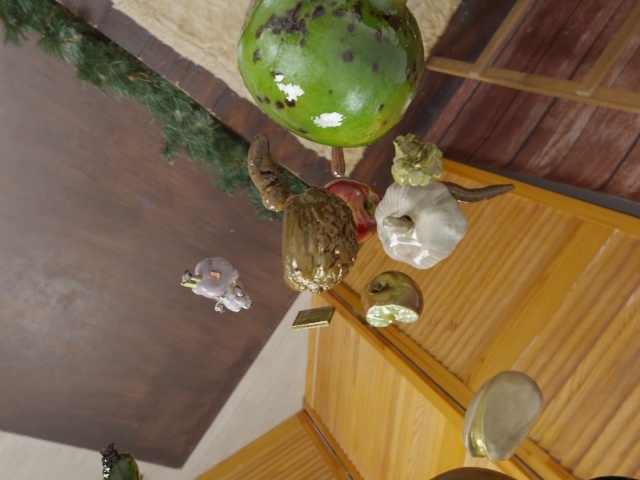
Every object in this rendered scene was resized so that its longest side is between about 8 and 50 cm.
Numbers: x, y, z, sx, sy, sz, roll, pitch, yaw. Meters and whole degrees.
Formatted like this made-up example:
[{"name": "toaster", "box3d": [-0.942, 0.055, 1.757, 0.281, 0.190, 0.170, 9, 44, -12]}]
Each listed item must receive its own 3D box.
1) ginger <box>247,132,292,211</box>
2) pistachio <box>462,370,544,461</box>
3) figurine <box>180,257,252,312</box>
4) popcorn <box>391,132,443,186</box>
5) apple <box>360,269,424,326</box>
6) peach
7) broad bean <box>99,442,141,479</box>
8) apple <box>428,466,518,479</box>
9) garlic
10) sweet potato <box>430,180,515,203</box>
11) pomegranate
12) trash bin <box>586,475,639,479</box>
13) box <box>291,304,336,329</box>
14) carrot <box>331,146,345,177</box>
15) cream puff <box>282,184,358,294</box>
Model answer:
[{"name": "ginger", "box3d": [-0.170, -0.205, 1.598, 0.107, 0.309, 0.133, -24, 142, -1]}, {"name": "pistachio", "box3d": [0.342, 0.330, 0.953, 0.201, 0.117, 0.145, -29, 101, -29]}, {"name": "figurine", "box3d": [-0.265, 0.117, 1.314, 0.138, 0.111, 0.229, -17, 135, 24]}, {"name": "popcorn", "box3d": [0.179, -0.149, 0.916, 0.097, 0.109, 0.089, 1, 115, -4]}, {"name": "apple", "box3d": [0.220, 0.183, 1.510, 0.173, 0.195, 0.160, 56, 37, -28]}, {"name": "peach", "box3d": [0.091, -0.094, 1.642, 0.243, 0.244, 0.199, 52, 52, -34]}, {"name": "broad bean", "box3d": [-0.240, 0.284, 0.496, 0.061, 0.046, 0.195, 33, 96, -31]}, {"name": "apple", "box3d": [0.355, 0.680, 1.037, 0.401, 0.400, 0.333, -2, 134, -29]}, {"name": "garlic", "box3d": [0.184, -0.027, 1.004, 0.226, 0.199, 0.199, -16, 122, -59]}, {"name": "sweet potato", "box3d": [0.318, -0.107, 1.087, 0.214, 0.050, 0.050, 3, 113, 9]}, {"name": "pomegranate", "box3d": [0.028, -0.214, 0.520, 0.211, 0.210, 0.263, 12, 143, -32]}, {"name": "trash bin", "box3d": [0.375, 0.395, 0.576, 0.214, 0.214, 0.334, -48, 151, -4]}, {"name": "box", "box3d": [-0.025, 0.279, 1.783, 0.022, 0.156, 0.089, 61, 32, -24]}, {"name": "carrot", "box3d": [0.037, -0.184, 1.080, 0.032, 0.032, 0.093, -11, 102, -25]}, {"name": "cream puff", "box3d": [0.000, 0.000, 0.742, 0.115, 0.150, 0.165, 2, 100, 0]}]
